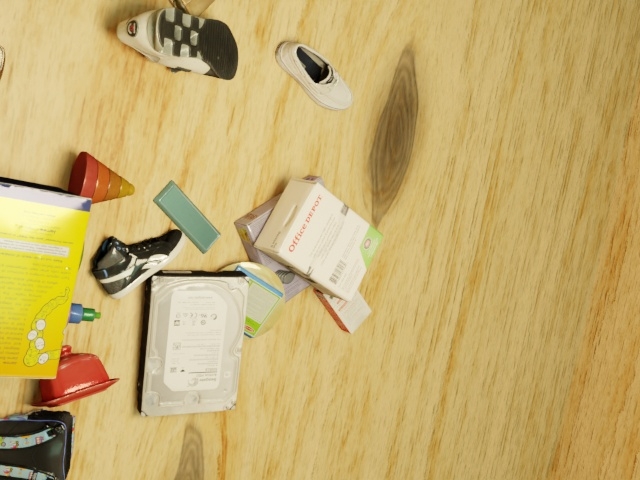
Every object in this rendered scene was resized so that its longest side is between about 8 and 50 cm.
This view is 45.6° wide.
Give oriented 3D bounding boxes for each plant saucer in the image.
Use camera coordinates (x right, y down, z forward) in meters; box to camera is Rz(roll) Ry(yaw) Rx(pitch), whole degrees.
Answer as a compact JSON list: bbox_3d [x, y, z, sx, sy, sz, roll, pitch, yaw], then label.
[{"bbox_3d":[-0.306,-0.051,1.774,0.067,0.018,0.192,-51,126,-18],"label":"plant saucer"}]

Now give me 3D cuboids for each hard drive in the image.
[{"bbox_3d":[-0.298,0.239,1.778,0.236,0.064,0.339,3,103,-26],"label":"hard drive"}]

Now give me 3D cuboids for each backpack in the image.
[{"bbox_3d":[-0.609,0.429,1.579,0.173,0.117,0.158,3,98,-7],"label":"backpack"}]

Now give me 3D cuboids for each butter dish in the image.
[{"bbox_3d":[-0.529,0.279,1.608,0.159,0.160,0.118,-14,85,-35],"label":"butter dish"}]

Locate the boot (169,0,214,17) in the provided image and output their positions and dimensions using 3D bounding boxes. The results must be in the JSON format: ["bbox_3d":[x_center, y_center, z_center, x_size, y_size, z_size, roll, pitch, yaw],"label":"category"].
[{"bbox_3d":[-0.206,-0.580,1.698,0.269,0.089,0.236,-49,117,-18],"label":"boot"}]

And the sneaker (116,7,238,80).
[{"bbox_3d":[-0.302,-0.426,1.641,0.330,0.146,0.123,8,88,-63],"label":"sneaker"}]

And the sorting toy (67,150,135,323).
[{"bbox_3d":[-0.470,0.006,1.580,0.126,0.127,0.366,10,93,-33],"label":"sorting toy"}]

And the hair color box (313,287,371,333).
[{"bbox_3d":[0.061,0.166,2.086,0.093,0.053,0.167,-46,125,-19],"label":"hair color box"}]

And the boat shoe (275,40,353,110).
[{"bbox_3d":[0.001,-0.402,1.892,0.258,0.084,0.095,27,82,-38],"label":"boat shoe"}]

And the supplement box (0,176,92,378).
[{"bbox_3d":[-0.595,0.065,1.460,0.195,0.194,0.357,11,94,-39],"label":"supplement box"}]

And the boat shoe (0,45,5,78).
[{"bbox_3d":[-0.678,-0.230,1.377,0.122,0.120,0.324,39,76,-37],"label":"boat shoe"}]

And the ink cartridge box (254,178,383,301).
[{"bbox_3d":[0.000,0.000,1.876,0.273,0.114,0.198,37,76,-37],"label":"ink cartridge box"}]

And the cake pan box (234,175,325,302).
[{"bbox_3d":[-0.063,-0.004,1.943,0.266,0.070,0.246,-36,121,-27],"label":"cake pan box"}]

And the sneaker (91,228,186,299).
[{"bbox_3d":[-0.403,0.019,1.673,0.217,0.079,0.121,-44,123,-22],"label":"sneaker"}]

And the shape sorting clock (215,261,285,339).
[{"bbox_3d":[-0.188,0.149,1.865,0.206,0.040,0.206,-5,106,-18],"label":"shape sorting clock"}]
